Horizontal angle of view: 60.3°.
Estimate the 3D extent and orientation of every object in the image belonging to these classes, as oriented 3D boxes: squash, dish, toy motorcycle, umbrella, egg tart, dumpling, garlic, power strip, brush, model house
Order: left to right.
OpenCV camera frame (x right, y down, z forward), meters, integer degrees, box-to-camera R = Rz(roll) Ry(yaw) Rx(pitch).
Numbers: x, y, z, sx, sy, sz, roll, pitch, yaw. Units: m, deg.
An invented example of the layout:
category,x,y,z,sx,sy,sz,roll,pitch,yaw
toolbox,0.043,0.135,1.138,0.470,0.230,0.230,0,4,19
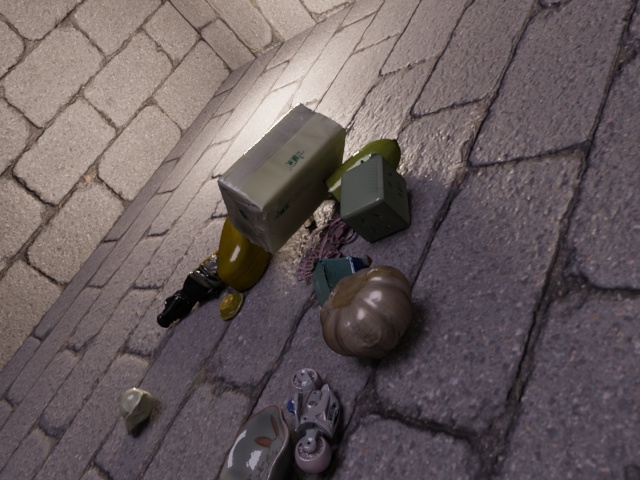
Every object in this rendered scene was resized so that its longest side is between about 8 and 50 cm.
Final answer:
category,x,y,z,sx,sy,sz,roll,pitch,yaw
dumpling,-0.566,0.518,1.667,0.169,0.099,0.134,-10,57,49
umbrella,-0.454,0.192,1.928,0.357,0.113,0.106,-41,2,18
egg tart,-0.290,0.206,1.762,0.105,0.039,0.105,-30,34,23
dish,-0.116,0.467,1.160,0.229,0.081,0.229,-43,25,25
brush,-0.056,-0.114,1.873,0.043,0.036,0.248,-43,36,14
toy motorcycle,-0.010,0.366,1.156,0.112,0.112,0.254,-37,29,15
model house,0.066,0.096,1.373,0.148,0.148,0.120,-13,67,-14
squash,0.138,-0.205,1.629,0.247,0.132,0.132,-40,29,11
garlic,0.106,0.159,1.193,0.228,0.152,0.228,-41,27,26
power strip,0.145,-0.132,1.488,0.139,0.140,0.224,-26,44,33

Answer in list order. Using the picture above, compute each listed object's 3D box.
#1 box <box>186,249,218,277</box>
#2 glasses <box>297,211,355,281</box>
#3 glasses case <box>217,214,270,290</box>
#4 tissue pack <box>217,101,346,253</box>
category,x,y,z,sx,sy,sz,roll,pitch,yaw
box,-0.394,0.107,1.971,0.156,0.089,0.022,-36,32,15
glasses,0.001,0.005,1.588,0.162,0.095,0.255,-10,42,58
glasses case,-0.262,-0.002,1.885,0.173,0.141,0.371,-34,32,20
tissue pack,-0.107,-0.186,1.691,0.207,0.297,0.380,35,70,17
